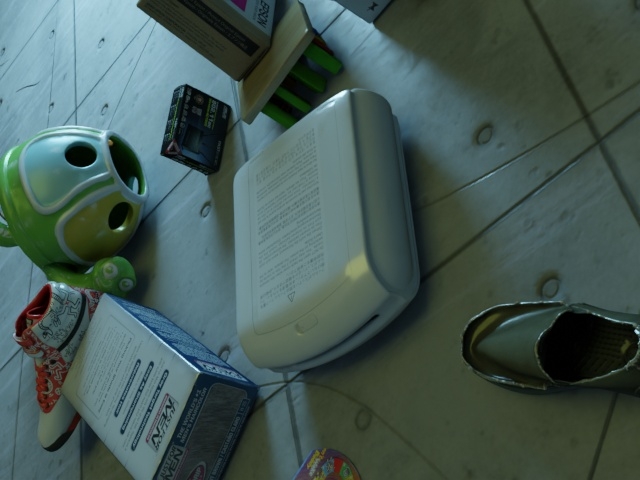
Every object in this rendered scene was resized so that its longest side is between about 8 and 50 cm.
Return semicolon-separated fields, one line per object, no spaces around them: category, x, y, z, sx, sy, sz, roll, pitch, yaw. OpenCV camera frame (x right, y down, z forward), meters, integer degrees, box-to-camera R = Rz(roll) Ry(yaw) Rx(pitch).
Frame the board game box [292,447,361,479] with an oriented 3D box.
board game box;-0.019;0.317;1.074;0.168;0.033;0.133;-58;37;11

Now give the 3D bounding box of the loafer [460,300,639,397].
loafer;0.217;0.090;0.854;0.251;0.087;0.094;-6;66;50

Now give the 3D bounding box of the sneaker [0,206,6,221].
sneaker;-0.551;-0.091;1.860;0.101;0.153;0.268;-52;39;19

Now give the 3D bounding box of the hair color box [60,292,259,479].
hair color box;-0.240;0.214;1.345;0.347;0.105;0.173;25;92;54

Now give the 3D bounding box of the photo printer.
photo printer;0.000;0.000;1.159;0.256;0.107;0.307;-33;48;37

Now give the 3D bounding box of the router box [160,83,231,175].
router box;-0.200;-0.178;1.519;0.038;0.092;0.122;-13;62;47

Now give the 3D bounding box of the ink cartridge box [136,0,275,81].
ink cartridge box;-0.168;-0.385;1.464;0.088;0.193;0.234;-42;28;30

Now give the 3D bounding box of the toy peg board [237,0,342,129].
toy peg board;-0.044;-0.249;1.393;0.161;0.079;0.160;-51;23;19

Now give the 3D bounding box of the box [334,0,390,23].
box;0.045;-0.425;1.270;0.182;0.181;0.119;-47;41;24

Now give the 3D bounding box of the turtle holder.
turtle holder;-0.421;-0.057;1.612;0.227;0.243;0.320;-27;37;14

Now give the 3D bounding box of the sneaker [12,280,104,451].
sneaker;-0.429;0.194;1.487;0.090;0.145;0.270;27;93;53
